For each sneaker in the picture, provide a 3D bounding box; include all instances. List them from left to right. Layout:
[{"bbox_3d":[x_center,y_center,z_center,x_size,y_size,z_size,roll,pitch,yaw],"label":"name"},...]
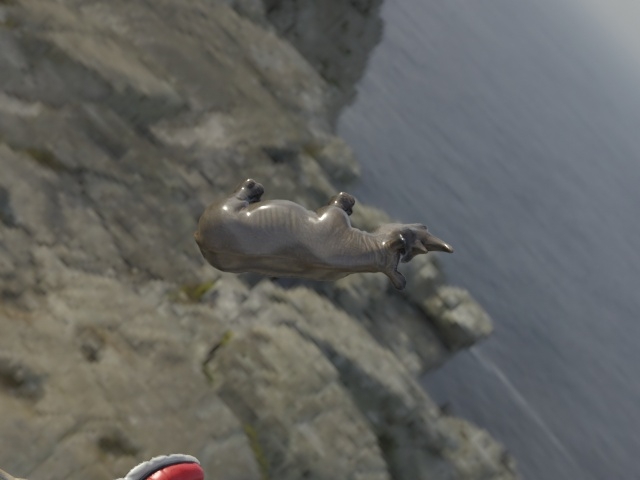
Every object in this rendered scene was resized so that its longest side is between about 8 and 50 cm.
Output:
[{"bbox_3d":[-0.265,0.410,2.128,0.118,0.107,0.279,43,37,20],"label":"sneaker"}]

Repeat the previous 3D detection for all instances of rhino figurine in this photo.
[{"bbox_3d":[0.000,0.000,1.306,0.243,0.073,0.106,7,21,10],"label":"rhino figurine"}]

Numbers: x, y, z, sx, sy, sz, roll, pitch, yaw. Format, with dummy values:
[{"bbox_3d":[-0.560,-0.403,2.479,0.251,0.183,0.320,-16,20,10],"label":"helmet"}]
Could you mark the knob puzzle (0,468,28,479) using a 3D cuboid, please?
[{"bbox_3d":[-0.341,0.282,1.386,0.213,0.213,0.030,41,33,-25],"label":"knob puzzle"}]
